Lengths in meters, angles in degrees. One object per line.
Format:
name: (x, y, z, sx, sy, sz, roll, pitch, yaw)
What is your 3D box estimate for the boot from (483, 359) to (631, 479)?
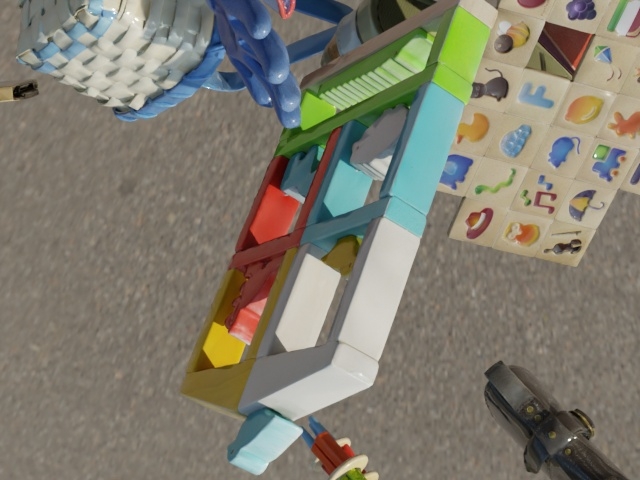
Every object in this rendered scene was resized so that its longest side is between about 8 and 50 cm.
boot: (0.241, 0.212, 1.075, 0.091, 0.229, 0.263, -41, 147, -5)

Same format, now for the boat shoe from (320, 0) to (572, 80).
boat shoe: (0.140, -0.153, 1.240, 0.302, 0.113, 0.103, 22, 146, -28)

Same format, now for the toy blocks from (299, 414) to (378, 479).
toy blocks: (0.021, 0.238, 1.329, 0.054, 0.148, 0.123, -39, 154, -6)

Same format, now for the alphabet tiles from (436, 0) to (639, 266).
alphabet tiles: (0.195, -0.086, 0.972, 0.198, 0.009, 0.237, 13, 122, -15)

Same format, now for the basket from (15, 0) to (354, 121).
basket: (-0.141, -0.229, 1.282, 0.289, 0.201, 0.255, 19, 158, -34)

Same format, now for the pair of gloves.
pair of gloves: (-0.060, -0.152, 0.674, 0.023, 0.159, 0.198, -34, 155, -11)

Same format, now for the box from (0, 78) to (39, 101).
box: (-0.425, -0.158, 1.389, 0.201, 0.164, 0.021, -4, 100, -2)

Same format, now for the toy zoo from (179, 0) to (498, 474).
toy zoo: (0.000, 0.000, 0.764, 0.030, 0.293, 0.192, 30, 156, -23)

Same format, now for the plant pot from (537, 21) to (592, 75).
plant pot: (0.199, -0.328, 1.050, 0.236, 0.267, 0.267, -44, 149, 10)
